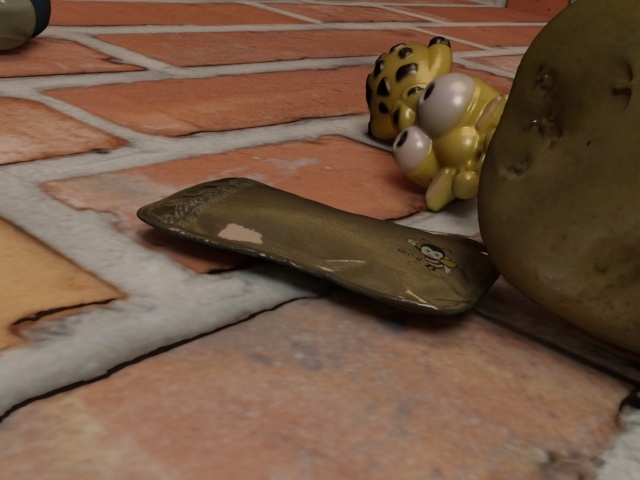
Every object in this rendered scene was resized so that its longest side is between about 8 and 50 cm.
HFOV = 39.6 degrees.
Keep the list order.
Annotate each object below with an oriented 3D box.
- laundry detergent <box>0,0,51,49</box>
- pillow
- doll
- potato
[{"bbox_3d":[-0.398,-0.279,1.025,0.143,0.094,0.290,1,25,-38],"label":"laundry detergent"},{"bbox_3d":[0.000,-0.001,0.555,0.218,0.033,0.130,18,22,21],"label":"pillow"},{"bbox_3d":[0.094,-0.113,0.785,0.086,0.117,0.291,26,19,-18],"label":"doll"},{"bbox_3d":[0.258,-0.031,0.489,0.326,0.221,0.243,14,19,0],"label":"potato"}]
